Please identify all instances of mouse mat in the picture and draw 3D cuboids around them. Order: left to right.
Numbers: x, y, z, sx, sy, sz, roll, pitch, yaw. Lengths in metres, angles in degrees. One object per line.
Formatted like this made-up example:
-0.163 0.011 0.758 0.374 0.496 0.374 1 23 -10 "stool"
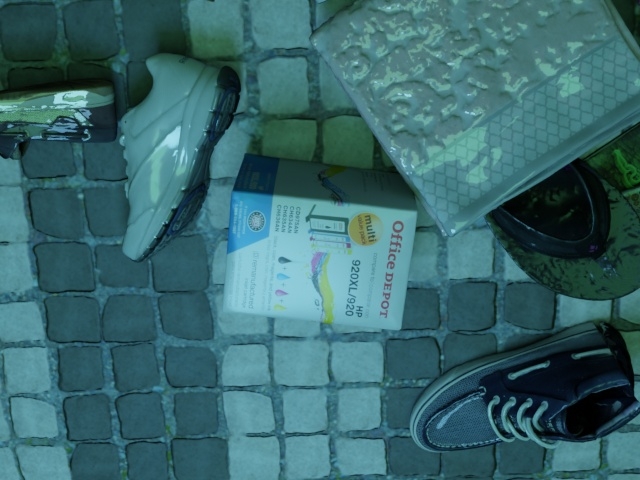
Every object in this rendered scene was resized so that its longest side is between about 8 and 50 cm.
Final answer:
0.446 -0.062 1.261 0.153 0.007 0.189 -35 107 14 "mouse mat"

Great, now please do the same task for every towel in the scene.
0.204 -0.215 1.124 0.332 0.053 0.317 -33 89 4 "towel"

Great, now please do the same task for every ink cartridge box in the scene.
0.000 0.000 1.210 0.233 0.168 0.171 6 110 -1 "ink cartridge box"

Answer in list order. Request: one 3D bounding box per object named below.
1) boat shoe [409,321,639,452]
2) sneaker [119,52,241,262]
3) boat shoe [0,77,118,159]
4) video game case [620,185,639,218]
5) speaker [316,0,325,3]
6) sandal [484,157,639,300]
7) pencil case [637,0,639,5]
0.284 0.235 1.297 0.341 0.158 0.127 -29 107 12 "boat shoe"
-0.209 -0.111 1.224 0.129 0.111 0.297 26 106 9 "sneaker"
-0.406 -0.150 1.203 0.285 0.103 0.092 -8 106 -1 "boat shoe"
0.455 -0.038 1.260 0.122 0.011 0.087 -19 109 9 "video game case"
-0.011 -0.366 1.132 0.055 0.055 0.136 -25 108 10 "speaker"
0.268 -0.078 1.196 0.167 0.107 0.446 -39 102 14 "sandal"
0.589 -0.291 1.090 0.386 0.167 0.160 -16 139 7 "pencil case"
